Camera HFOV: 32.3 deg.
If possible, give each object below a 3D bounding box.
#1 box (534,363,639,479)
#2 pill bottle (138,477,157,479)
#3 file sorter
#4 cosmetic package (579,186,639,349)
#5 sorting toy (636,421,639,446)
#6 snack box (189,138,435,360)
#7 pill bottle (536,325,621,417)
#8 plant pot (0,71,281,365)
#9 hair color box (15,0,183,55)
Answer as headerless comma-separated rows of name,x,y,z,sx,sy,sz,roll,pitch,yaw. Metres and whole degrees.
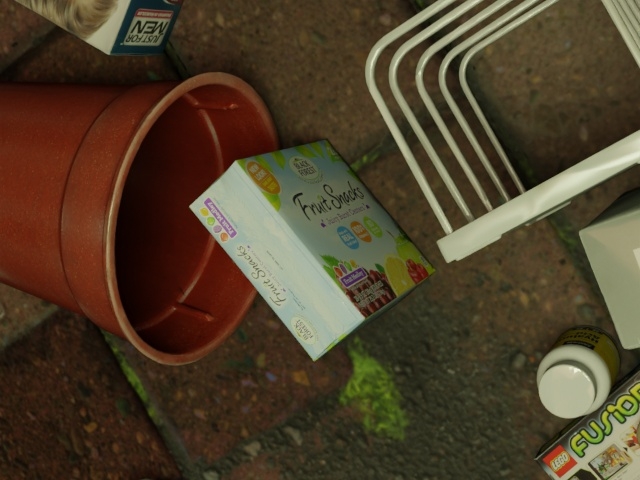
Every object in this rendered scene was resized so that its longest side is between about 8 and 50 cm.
box,0.309,0.174,1.006,0.114,0.036,0.207,47,112,9
pill bottle,-0.106,0.354,1.151,0.246,0.136,0.136,19,106,18
file sorter,0.180,-0.116,0.879,0.193,0.278,0.173,-31,85,24
cosmetic package,0.296,-0.001,0.873,0.127,0.238,0.107,-22,88,27
sorting toy,0.443,0.192,0.893,0.307,0.041,0.229,44,121,13
snack box,0.000,0.000,1.009,0.070,0.207,0.174,-42,82,22
pill bottle,0.229,0.119,0.985,0.065,0.116,0.065,4,101,21
plant pot,-0.219,-0.042,1.075,0.265,0.272,0.272,12,103,28
hair color box,-0.184,-0.373,1.076,0.174,0.105,0.347,31,110,15
